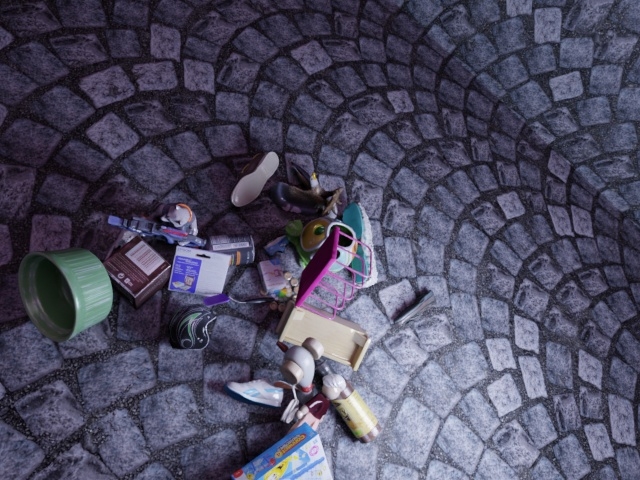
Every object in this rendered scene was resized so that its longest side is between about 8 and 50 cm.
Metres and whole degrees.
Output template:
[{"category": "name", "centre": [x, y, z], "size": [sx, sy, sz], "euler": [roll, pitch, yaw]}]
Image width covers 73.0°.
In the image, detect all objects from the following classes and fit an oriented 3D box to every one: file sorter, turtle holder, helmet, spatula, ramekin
[{"category": "file sorter", "centre": [0.056, 0.138, 1.698], "size": [0.182, 0.291, 0.202], "euler": [27, 36, -12]}, {"category": "turtle holder", "centre": [0.015, -0.008, 1.871], "size": [0.320, 0.227, 0.243], "euler": [45, 59, -5]}, {"category": "helmet", "centre": [-0.473, 0.315, 1.594], "size": [0.169, 0.169, 0.162], "euler": [4, 84, -20]}, {"category": "spatula", "centre": [-0.318, 0.237, 1.719], "size": [0.296, 0.084, 0.030], "euler": [7, 100, -34]}, {"category": "ramekin", "centre": [-0.837, 0.167, 1.433], "size": [0.303, 0.303, 0.148], "euler": [55, 30, 6]}]

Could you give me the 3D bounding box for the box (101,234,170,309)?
[{"category": "box", "centre": [-0.668, 0.121, 1.573], "size": [0.168, 0.203, 0.167], "euler": [42, 60, 0]}]

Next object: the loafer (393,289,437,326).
[{"category": "loafer", "centre": [0.450, 0.328, 1.994], "size": [0.267, 0.096, 0.084], "euler": [-33, 89, -31]}]

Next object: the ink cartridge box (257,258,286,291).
[{"category": "ink cartridge box", "centre": [-0.205, 0.147, 1.816], "size": [0.088, 0.052, 0.122], "euler": [-10, 74, -25]}]

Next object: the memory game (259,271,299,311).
[{"category": "memory game", "centre": [-0.168, 0.214, 1.841], "size": [0.186, 0.012, 0.186], "euler": [8, 66, -18]}]

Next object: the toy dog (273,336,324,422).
[{"category": "toy dog", "centre": [-0.099, 0.482, 1.603], "size": [0.161, 0.334, 0.220], "euler": [29, 30, 27]}]

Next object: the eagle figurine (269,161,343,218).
[{"category": "eagle figurine", "centre": [-0.049, -0.226, 1.995], "size": [0.298, 0.225, 0.226], "euler": [18, 13, 25]}]

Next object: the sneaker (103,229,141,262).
[{"category": "sneaker", "centre": [-0.751, 0.015, 1.647], "size": [0.080, 0.094, 0.212], "euler": [24, 62, -9]}]

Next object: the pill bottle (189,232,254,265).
[{"category": "pill bottle", "centre": [-0.403, 0.043, 1.753], "size": [0.245, 0.130, 0.130], "euler": [-6, 71, -23]}]

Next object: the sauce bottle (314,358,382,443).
[{"category": "sauce bottle", "centre": [0.102, 0.634, 1.720], "size": [0.111, 0.111, 0.344], "euler": [-33, 82, -29]}]

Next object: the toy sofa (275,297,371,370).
[{"category": "toy sofa", "centre": [0.009, 0.380, 1.776], "size": [0.362, 0.177, 0.150], "euler": [24, 93, -11]}]

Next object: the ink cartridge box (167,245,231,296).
[{"category": "ink cartridge box", "centre": [-0.465, 0.115, 1.667], "size": [0.206, 0.208, 0.045], "euler": [12, 27, -16]}]

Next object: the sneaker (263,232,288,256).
[{"category": "sneaker", "centre": [-0.176, 0.018, 1.904], "size": [0.162, 0.063, 0.073], "euler": [-30, 104, -30]}]

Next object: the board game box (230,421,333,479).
[{"category": "board game box", "centre": [-0.113, 0.839, 1.473], "size": [0.302, 0.086, 0.308], "euler": [-26, 113, -28]}]

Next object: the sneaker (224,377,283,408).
[{"category": "sneaker", "centre": [-0.250, 0.564, 1.629], "size": [0.228, 0.087, 0.092], "euler": [23, 55, -20]}]

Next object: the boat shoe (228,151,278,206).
[{"category": "boat shoe", "centre": [-0.314, -0.278, 1.941], "size": [0.324, 0.096, 0.116], "euler": [-57, 136, -26]}]

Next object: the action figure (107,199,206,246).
[{"category": "action figure", "centre": [-0.593, -0.087, 1.570], "size": [0.341, 0.330, 0.179], "euler": [19, 77, -41]}]

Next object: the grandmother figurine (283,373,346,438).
[{"category": "grandmother figurine", "centre": [-0.024, 0.647, 1.607], "size": [0.104, 0.208, 0.342], "euler": [32, 80, 22]}]

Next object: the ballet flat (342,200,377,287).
[{"category": "ballet flat", "centre": [0.190, 0.025, 2.014], "size": [0.147, 0.147, 0.409], "euler": [2, 71, -21]}]
